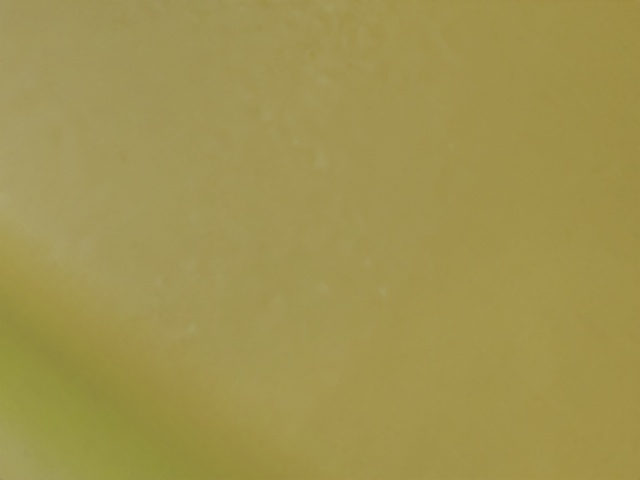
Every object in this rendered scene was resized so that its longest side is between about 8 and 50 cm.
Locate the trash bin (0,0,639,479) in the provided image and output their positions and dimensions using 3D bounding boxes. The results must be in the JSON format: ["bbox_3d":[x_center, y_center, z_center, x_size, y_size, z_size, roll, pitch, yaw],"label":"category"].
[{"bbox_3d":[0.000,0.000,0.423,0.247,0.121,0.243,36,-116,3],"label":"trash bin"}]
